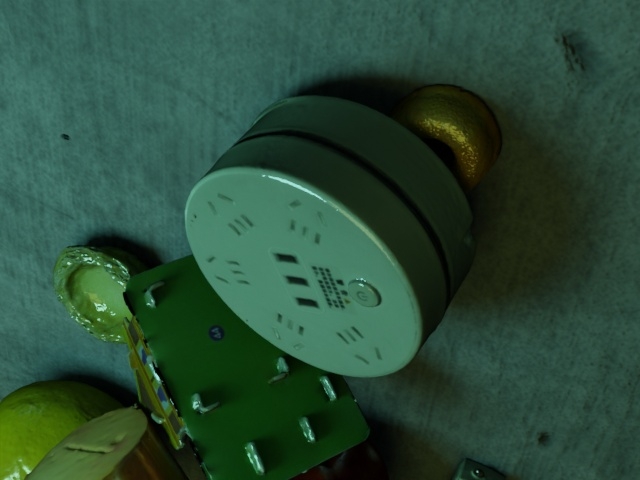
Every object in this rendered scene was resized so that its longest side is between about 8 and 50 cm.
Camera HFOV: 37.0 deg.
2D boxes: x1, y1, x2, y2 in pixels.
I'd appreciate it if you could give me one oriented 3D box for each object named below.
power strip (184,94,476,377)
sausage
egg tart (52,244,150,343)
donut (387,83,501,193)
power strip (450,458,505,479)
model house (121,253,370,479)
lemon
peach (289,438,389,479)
[{"bbox_3d":[0.000,0.000,1.176,0.357,0.161,0.358,24,143,20],"label":"power strip"},{"bbox_3d":[-0.285,0.433,1.431,0.233,0.233,0.287,-17,111,34],"label":"sausage"},{"bbox_3d":[-0.331,0.074,1.491,0.197,0.078,0.197,13,130,16],"label":"egg tart"},{"bbox_3d":[0.138,-0.109,1.141,0.151,0.058,0.152,15,133,16],"label":"donut"},{"bbox_3d":[0.217,0.456,1.541,0.078,0.052,0.272,24,126,7],"label":"power strip"},{"bbox_3d":[-0.130,0.220,1.387,0.358,0.242,0.313,60,155,13],"label":"model house"},{"bbox_3d":[-0.447,0.409,1.649,0.347,0.348,0.348,13,130,15],"label":"lemon"},{"bbox_3d":[-0.012,0.410,1.534,0.257,0.201,0.362,1,134,6],"label":"peach"}]
